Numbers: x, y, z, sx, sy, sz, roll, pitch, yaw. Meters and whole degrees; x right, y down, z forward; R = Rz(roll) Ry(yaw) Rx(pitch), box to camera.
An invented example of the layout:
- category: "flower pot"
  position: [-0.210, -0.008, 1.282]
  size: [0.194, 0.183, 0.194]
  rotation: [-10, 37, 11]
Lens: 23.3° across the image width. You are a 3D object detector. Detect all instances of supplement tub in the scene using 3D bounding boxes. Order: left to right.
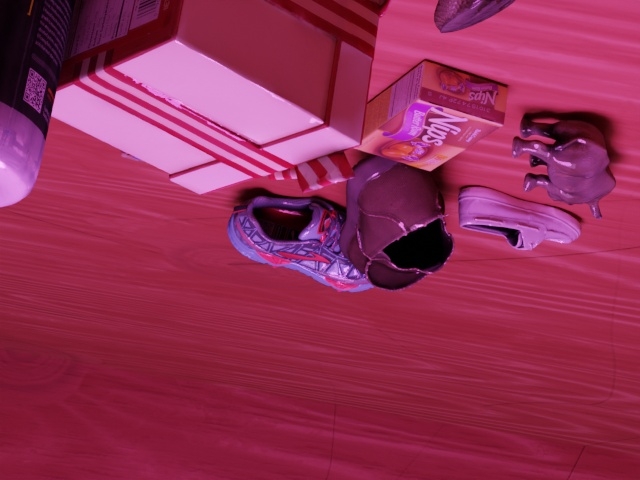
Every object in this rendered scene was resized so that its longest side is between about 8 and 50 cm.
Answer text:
- category: "supplement tub"
  position: [-0.313, -0.212, 1.318]
  size: [0.207, 0.338, 0.207]
  rotation: [8, 162, 3]

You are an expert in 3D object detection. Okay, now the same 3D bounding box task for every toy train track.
- category: "toy train track"
  position: [-0.230, -0.111, 2.116]
  size: [0.083, 0.014, 0.048]
  rotation: [14, 169, 3]

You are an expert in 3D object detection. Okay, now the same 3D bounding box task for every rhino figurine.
- category: "rhino figurine"
  position: [0.299, -0.081, 1.856]
  size: [0.106, 0.073, 0.243]
  rotation: [6, 164, 18]

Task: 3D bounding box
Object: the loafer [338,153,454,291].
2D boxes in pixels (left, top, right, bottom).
- category: "loafer"
  position: [0.103, 0.002, 2.032]
  size: [0.134, 0.130, 0.366]
  rotation: [-29, 160, -4]

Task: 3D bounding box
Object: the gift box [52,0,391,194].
- category: "gift box"
  position: [-0.078, -0.189, 1.415]
  size: [0.276, 0.255, 0.258]
  rotation: [-8, 154, 45]

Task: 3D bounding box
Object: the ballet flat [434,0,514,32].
- category: "ballet flat"
  position: [0.154, -0.255, 1.437]
  size: [0.084, 0.058, 0.250]
  rotation: [-25, 172, -11]

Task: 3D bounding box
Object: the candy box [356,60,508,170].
- category: "candy box"
  position: [0.124, -0.141, 1.789]
  size: [0.109, 0.053, 0.187]
  rotation: [16, 162, -19]

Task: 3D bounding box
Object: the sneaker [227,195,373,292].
- category: "sneaker"
  position: [0.000, 0.000, 2.198]
  size: [0.262, 0.104, 0.125]
  rotation: [11, 160, -7]

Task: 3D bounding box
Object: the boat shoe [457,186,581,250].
- category: "boat shoe"
  position: [0.266, -0.019, 2.071]
  size: [0.184, 0.063, 0.066]
  rotation: [19, 160, -26]
